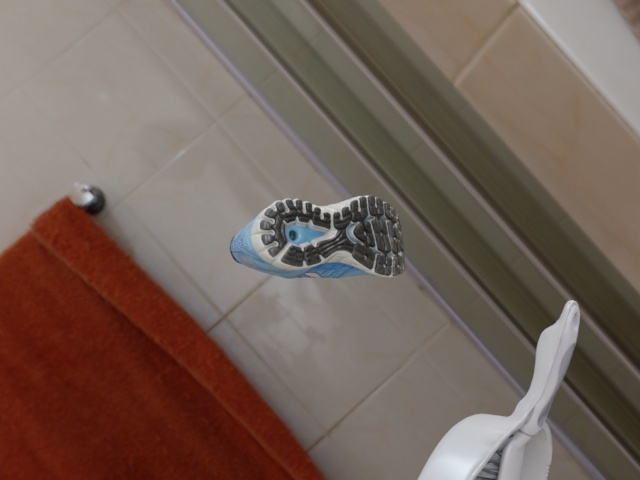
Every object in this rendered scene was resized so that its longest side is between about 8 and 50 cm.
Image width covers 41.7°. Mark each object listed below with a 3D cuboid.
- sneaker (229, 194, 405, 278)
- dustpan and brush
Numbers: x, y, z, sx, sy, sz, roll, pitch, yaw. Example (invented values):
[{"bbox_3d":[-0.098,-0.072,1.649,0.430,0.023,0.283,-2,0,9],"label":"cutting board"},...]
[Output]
[{"bbox_3d":[0.000,0.000,0.648,0.162,0.063,0.073,7,-16,-41],"label":"sneaker"},{"bbox_3d":[0.117,0.136,0.534,0.147,0.060,0.211,8,-86,-49],"label":"dustpan and brush"}]
